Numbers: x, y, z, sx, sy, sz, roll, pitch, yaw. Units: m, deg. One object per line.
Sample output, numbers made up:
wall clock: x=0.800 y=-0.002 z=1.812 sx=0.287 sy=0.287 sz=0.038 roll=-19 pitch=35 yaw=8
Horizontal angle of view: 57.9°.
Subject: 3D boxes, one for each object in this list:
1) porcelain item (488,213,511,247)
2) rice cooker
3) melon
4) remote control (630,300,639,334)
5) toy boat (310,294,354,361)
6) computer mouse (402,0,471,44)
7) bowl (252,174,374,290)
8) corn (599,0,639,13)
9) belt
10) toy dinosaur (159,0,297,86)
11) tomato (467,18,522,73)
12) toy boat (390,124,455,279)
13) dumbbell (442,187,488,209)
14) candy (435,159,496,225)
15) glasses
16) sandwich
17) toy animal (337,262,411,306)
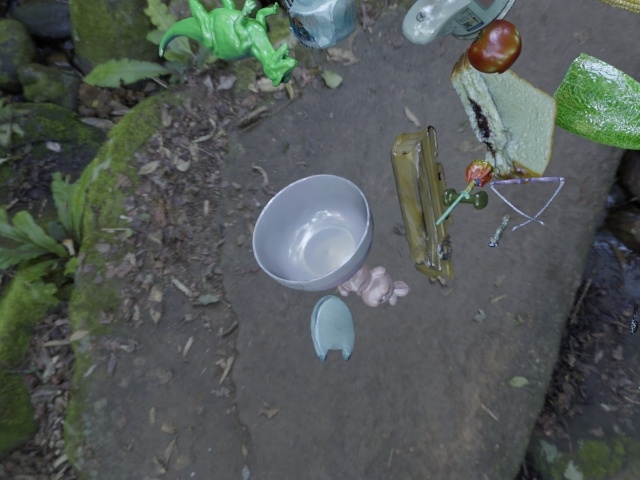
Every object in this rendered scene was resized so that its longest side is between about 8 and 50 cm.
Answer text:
porcelain item: x=0.519 y=-0.011 z=1.690 sx=0.021 sy=0.136 sz=0.075 roll=23 pitch=141 yaw=26
rice cooker: x=0.432 y=-0.751 z=1.709 sx=0.317 sy=0.264 sz=0.316 roll=-14 pitch=124 yaw=-21
melon: x=0.789 y=-0.344 z=1.534 sx=0.324 sy=0.124 sz=0.196 roll=34 pitch=122 yaw=21
remote control: x=0.673 y=0.165 z=1.238 sx=0.014 sy=0.096 sz=0.039 roll=5 pitch=113 yaw=28
toy boat: x=0.034 y=0.272 z=1.780 sx=0.134 sy=0.079 sz=0.207 roll=-2 pitch=68 yaw=-13
computer mouse: x=0.263 y=-0.516 z=1.287 sx=0.182 sy=0.056 sz=0.089 roll=-41 pitch=78 yaw=-4
bowl: x=0.000 y=0.000 z=1.362 sx=0.287 sy=0.143 sz=0.286 roll=-13 pitch=56 yaw=20
corn: x=0.402 y=-0.314 z=0.708 sx=0.165 sy=0.063 sz=0.085 roll=22 pitch=75 yaw=15
belt: x=-0.002 y=-0.691 z=1.735 sx=0.207 sy=0.150 sz=0.257 roll=-21 pitch=49 yaw=-5
toy dinosaur: x=-0.271 y=-0.530 z=1.656 sx=0.500 sy=0.144 sz=0.374 roll=-28 pitch=90 yaw=51
tomato: x=0.282 y=-0.305 z=0.923 sx=0.075 sy=0.087 sz=0.087 roll=36 pitch=97 yaw=-8
toy boat: x=0.299 y=-0.095 z=1.638 sx=0.136 sy=0.162 sz=0.444 roll=-2 pitch=103 yaw=46
dumbbell: x=0.367 y=-0.106 z=1.471 sx=0.052 sy=0.118 sz=0.046 roll=-26 pitch=113 yaw=-35
candy: x=0.300 y=-0.099 z=1.223 sx=0.060 sy=0.060 sz=0.201 roll=42 pitch=66 yaw=1
glasses: x=0.408 y=-0.071 z=1.141 sx=0.140 sy=0.063 sz=0.103 roll=-3 pitch=91 yaw=27
sandwich: x=0.424 y=-0.285 z=1.369 sx=0.289 sy=0.100 sz=0.254 roll=26 pitch=72 yaw=-18
toy animal: x=0.160 y=0.130 z=1.579 sx=0.213 sy=0.124 sz=0.124 roll=25 pitch=96 yaw=-18
